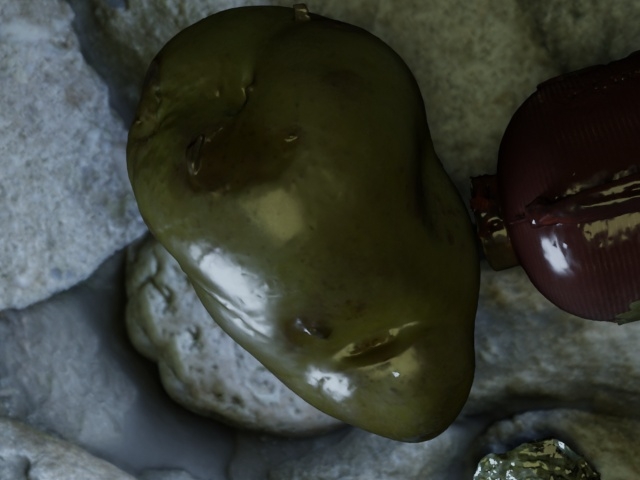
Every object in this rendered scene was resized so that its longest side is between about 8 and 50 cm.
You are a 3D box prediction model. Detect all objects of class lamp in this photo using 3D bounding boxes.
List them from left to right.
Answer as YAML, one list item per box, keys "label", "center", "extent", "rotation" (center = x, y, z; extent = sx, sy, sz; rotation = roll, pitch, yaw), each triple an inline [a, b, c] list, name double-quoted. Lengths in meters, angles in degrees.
- label: "lamp"
  center: [0.226, -0.040, 0.473]
  extent: [0.258, 0.180, 0.180]
  rotation: [-16, 102, 20]

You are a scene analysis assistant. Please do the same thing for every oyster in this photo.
- label: "oyster"
  center: [0.193, 0.255, 0.640]
  extent: [0.124, 0.064, 0.177]
  rotation: [-12, 102, 22]

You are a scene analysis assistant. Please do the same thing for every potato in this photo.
- label: "potato"
  center: [0.000, 0.001, 0.535]
  extent: [0.218, 0.202, 0.351]
  rotation: [-17, 110, 31]
